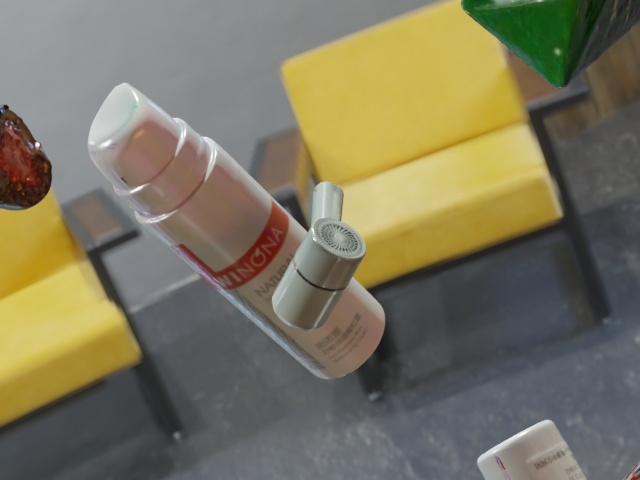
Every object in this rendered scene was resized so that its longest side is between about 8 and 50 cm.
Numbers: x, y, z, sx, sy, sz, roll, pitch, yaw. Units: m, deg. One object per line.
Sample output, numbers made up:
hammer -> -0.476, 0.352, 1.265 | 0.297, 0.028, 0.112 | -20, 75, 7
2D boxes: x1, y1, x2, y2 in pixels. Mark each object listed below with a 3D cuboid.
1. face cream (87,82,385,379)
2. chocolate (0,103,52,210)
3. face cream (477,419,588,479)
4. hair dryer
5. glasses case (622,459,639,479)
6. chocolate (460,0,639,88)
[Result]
face cream -> -0.077, -0.004, 1.304 | 0.102, 0.345, 0.102 | -30, 36, 25
chocolate -> -0.400, -0.096, 1.773 | 0.124, 0.133, 0.127 | -32, 16, -26
face cream -> 0.234, 0.291, 1.237 | 0.082, 0.269, 0.082 | -26, -15, -7
hair dryer -> 0.000, 0.000, 1.124 | 0.137, 0.047, 0.082 | -85, 21, -53
glasses case -> 0.367, 0.258, 1.503 | 0.049, 0.073, 0.194 | -44, -15, -43
chocolate -> 0.302, -0.388, 1.422 | 0.161, 0.341, 0.360 | 29, 50, 26
